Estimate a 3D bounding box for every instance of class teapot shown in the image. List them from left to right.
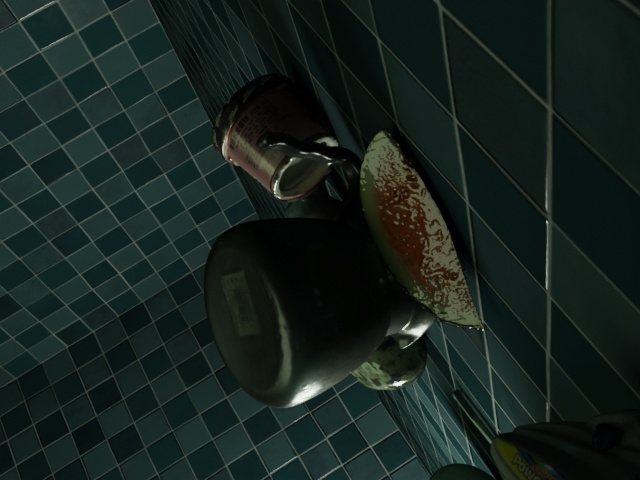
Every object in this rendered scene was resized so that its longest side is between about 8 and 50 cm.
[{"bbox_3d":[0.004,0.035,1.091,0.305,0.285,0.223,59,143,25],"label":"teapot"}]

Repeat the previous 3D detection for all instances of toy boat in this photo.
[{"bbox_3d":[0.234,0.189,0.559,0.269,0.140,0.141,48,169,39],"label":"toy boat"}]

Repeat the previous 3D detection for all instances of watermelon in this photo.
[{"bbox_3d":[0.110,-0.010,0.944,0.119,0.063,0.245,-9,109,63],"label":"watermelon"}]

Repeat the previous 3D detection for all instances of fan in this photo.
[{"bbox_3d":[0.273,0.315,1.384,0.193,0.016,0.038,53,169,37],"label":"fan"}]

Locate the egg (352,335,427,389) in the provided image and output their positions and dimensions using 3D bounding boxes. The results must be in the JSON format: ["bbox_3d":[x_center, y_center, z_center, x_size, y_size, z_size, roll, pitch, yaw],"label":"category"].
[{"bbox_3d":[0.112,0.189,1.473,0.181,0.141,0.141,31,154,56],"label":"egg"}]

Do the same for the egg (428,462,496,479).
[{"bbox_3d":[0.281,0.519,1.593,0.231,0.168,0.168,55,174,49],"label":"egg"}]

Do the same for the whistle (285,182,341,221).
[{"bbox_3d":[0.000,0.000,1.391,0.189,0.189,0.348,100,149,-81],"label":"whistle"}]

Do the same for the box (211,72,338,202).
[{"bbox_3d":[-0.057,-0.141,1.226,0.135,0.151,0.151,45,169,22],"label":"box"}]
